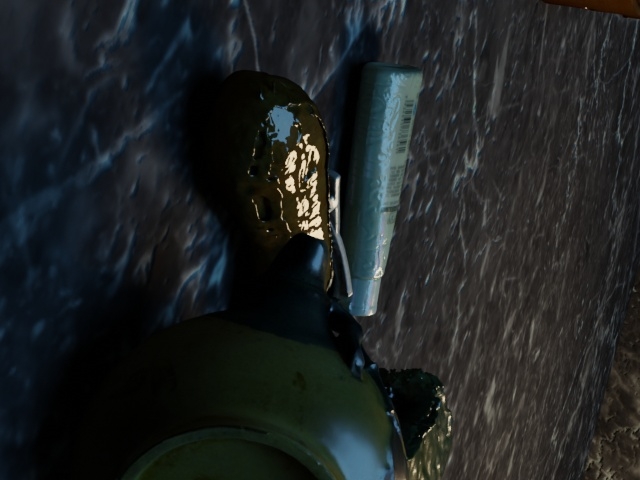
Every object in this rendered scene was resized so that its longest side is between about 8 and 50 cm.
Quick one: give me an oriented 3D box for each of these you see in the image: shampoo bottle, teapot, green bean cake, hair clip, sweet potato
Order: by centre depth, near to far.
[{"bbox_3d":[-0.045,0.125,0.609,0.182,0.173,0.269,-86,-167,-72],"label":"teapot"},{"bbox_3d":[-0.029,-0.007,0.676,0.081,0.062,0.233,-37,142,-34],"label":"sweet potato"},{"bbox_3d":[-0.001,0.000,0.786,0.039,0.030,0.115,-40,140,-25],"label":"hair clip"},{"bbox_3d":[0.040,-0.037,0.838,0.069,0.041,0.191,-28,128,-68],"label":"shampoo bottle"},{"bbox_3d":[0.024,0.178,0.844,0.208,0.107,0.193,-64,152,-28],"label":"green bean cake"}]

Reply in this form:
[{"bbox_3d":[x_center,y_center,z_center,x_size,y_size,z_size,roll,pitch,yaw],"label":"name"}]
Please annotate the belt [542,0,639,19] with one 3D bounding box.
[{"bbox_3d":[0.341,-0.362,1.250,0.338,0.122,0.217,-34,132,-58],"label":"belt"}]
